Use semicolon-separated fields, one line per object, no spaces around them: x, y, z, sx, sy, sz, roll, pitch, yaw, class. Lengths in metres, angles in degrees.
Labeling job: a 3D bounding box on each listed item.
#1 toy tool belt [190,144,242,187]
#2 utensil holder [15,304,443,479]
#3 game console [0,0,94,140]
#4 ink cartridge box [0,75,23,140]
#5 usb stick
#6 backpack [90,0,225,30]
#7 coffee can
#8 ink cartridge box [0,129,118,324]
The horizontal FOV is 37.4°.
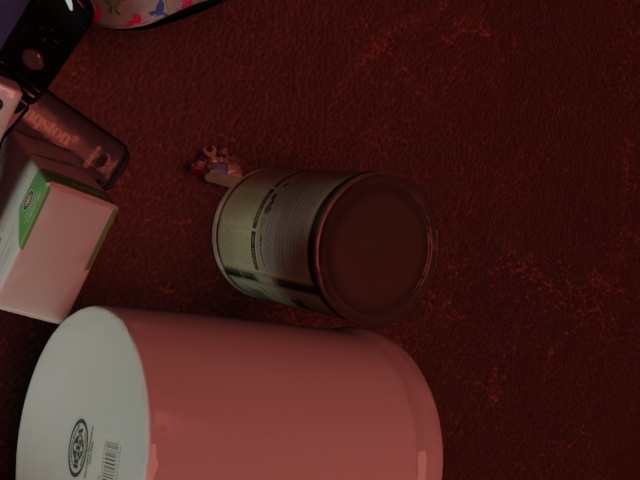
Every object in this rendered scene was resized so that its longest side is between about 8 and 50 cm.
-0.150;-0.110;1.343;0.083;0.052;0.051;15;55;-38;toy tool belt
-0.109;0.245;1.091;0.386;0.328;0.327;12;88;-38;utensil holder
-0.440;-0.235;1.017;0.293;0.250;0.173;39;46;-14;game console
-0.457;-0.104;0.972;0.224;0.045;0.223;21;102;-31;ink cartridge box
-0.364;-0.160;1.187;0.278;0.045;0.077;36;74;-32;usb stick
-0.201;-0.364;1.161;0.253;0.225;0.191;-34;130;-23;backpack
0.000;0.000;1.313;0.202;0.275;0.201;-4;97;-34;coffee can
-0.333;-0.021;1.104;0.093;0.212;0.154;21;100;-36;ink cartridge box
